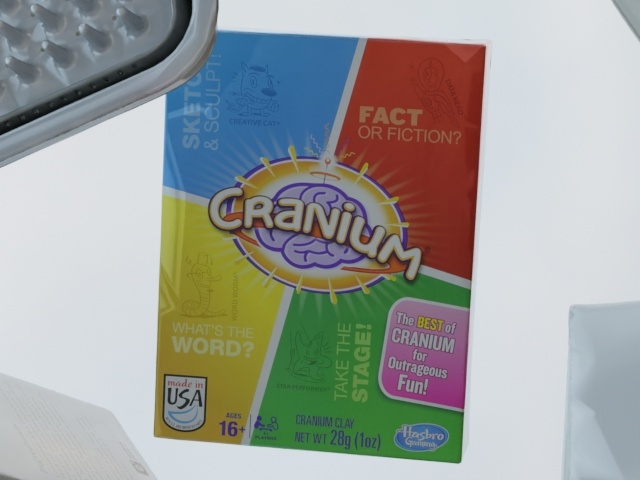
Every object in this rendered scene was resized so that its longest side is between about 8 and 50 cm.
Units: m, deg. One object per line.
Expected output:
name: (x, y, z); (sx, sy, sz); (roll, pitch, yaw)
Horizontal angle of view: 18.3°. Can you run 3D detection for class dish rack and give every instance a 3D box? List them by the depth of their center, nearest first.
dish rack: (-0.226, -0.159, 1.202); (0.072, 0.333, 0.285); (37, -147, -66)

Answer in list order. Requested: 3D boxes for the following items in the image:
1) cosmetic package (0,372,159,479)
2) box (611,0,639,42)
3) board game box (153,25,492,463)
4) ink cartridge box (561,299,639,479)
cosmetic package: (-0.333, 0.219, 1.576); (0.230, 0.161, 0.453); (-46, -33, 10)
box: (0.324, -0.134, 1.484); (0.121, 0.148, 0.311); (-35, -27, 11)
board game box: (0.000, 0.000, 1.500); (0.064, 0.242, 0.316); (-45, -42, -78)
ink cartridge box: (0.278, 0.105, 0.844); (0.226, 0.306, 0.131); (44, -134, -57)
